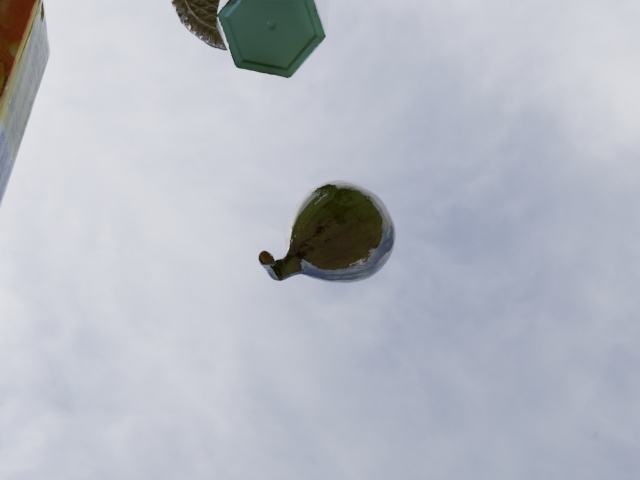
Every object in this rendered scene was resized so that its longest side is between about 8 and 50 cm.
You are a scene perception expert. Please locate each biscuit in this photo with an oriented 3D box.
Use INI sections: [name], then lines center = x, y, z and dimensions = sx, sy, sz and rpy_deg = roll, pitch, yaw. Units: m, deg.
[biscuit]
center = -0.154, -0.441, 1.483
dimensions = 0.259, 0.079, 0.259
rpy_deg = 9, -68, 22

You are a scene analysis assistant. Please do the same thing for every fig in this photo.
[fig]
center = 0.013, 0.008, 1.186
dimensions = 0.186, 0.148, 0.142
rpy_deg = -44, -78, -10

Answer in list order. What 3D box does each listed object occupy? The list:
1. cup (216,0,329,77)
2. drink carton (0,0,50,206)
[cup]
center = -0.050, -0.254, 0.985
dimensions = 0.134, 0.236, 0.148
rpy_deg = 7, -73, -7
[drink carton]
center = -0.330, -0.052, 0.684
dimensions = 0.154, 0.111, 0.351
rpy_deg = 12, -114, -7
